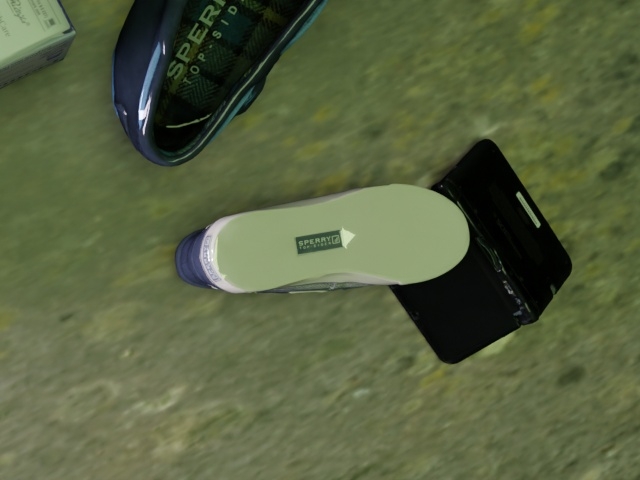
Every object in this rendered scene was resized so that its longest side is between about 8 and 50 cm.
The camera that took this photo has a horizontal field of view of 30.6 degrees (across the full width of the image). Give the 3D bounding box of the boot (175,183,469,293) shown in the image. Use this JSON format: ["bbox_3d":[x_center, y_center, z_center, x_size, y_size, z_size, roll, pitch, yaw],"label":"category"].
[{"bbox_3d":[0.000,0.000,0.784,0.189,0.086,0.069,-2,89,-25],"label":"boot"}]

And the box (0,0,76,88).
[{"bbox_3d":[-0.207,-0.155,0.687,0.072,0.137,0.126,-29,100,-13],"label":"box"}]

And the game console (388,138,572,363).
[{"bbox_3d":[0.107,0.008,0.846,0.122,0.071,0.107,55,50,-12],"label":"game console"}]

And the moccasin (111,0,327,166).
[{"bbox_3d":[-0.010,-0.184,0.687,0.137,0.117,0.342,18,116,-23],"label":"moccasin"}]
